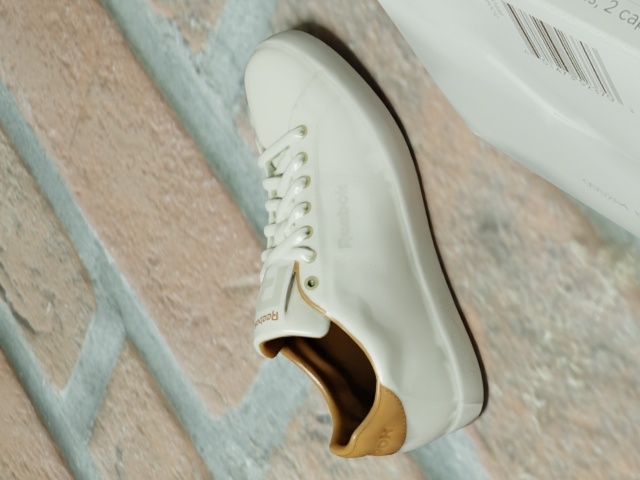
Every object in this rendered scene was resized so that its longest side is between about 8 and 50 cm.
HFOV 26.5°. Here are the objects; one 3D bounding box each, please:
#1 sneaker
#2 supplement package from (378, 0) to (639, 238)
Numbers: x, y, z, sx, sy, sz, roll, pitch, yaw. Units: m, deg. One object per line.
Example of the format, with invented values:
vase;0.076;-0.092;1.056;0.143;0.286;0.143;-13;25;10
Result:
sneaker;0.000;0.000;0.872;0.106;0.123;0.290;-38;73;55
supplement package;0.156;-0.089;0.525;0.262;0.145;0.204;37;175;38
